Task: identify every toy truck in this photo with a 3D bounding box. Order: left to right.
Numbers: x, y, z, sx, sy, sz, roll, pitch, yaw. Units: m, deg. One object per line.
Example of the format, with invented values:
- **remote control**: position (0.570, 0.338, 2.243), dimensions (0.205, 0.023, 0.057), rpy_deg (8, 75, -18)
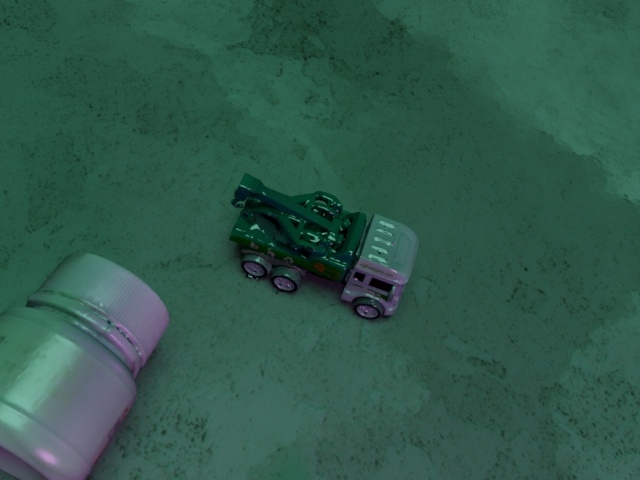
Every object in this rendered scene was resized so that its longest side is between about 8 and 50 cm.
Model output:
- **toy truck**: position (0.000, 0.005, 1.347), dimensions (0.364, 0.178, 0.176), rpy_deg (23, 56, -2)

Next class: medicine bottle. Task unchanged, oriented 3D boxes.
- **medicine bottle**: position (-0.389, 0.191, 1.095), dimensions (0.241, 0.241, 0.301), rpy_deg (27, 57, 3)
